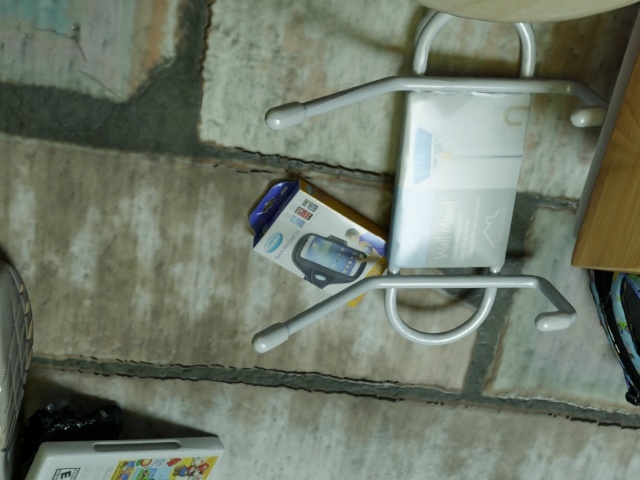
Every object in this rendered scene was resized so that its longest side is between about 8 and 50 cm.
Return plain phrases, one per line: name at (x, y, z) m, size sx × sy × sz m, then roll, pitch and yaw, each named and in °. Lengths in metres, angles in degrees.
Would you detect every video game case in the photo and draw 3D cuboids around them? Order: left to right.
video game case at (-0.234, 0.297, 1.205) m, size 0.206 × 0.026 × 0.227 m, roll 6°, pitch 124°, yaw -37°

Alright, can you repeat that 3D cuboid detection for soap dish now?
soap dish at (0.348, -0.094, 0.921) m, size 0.229 × 0.118 × 0.290 m, roll 7°, pitch 107°, yaw -28°

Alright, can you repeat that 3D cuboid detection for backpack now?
backpack at (0.333, 0.081, 1.068) m, size 0.117 × 0.158 × 0.173 m, roll -28°, pitch 99°, yaw -2°

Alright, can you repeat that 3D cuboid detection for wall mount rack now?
wall mount rack at (0.087, -0.031, 0.987) m, size 0.304 × 0.130 × 0.350 m, roll -1°, pitch 116°, yaw -12°

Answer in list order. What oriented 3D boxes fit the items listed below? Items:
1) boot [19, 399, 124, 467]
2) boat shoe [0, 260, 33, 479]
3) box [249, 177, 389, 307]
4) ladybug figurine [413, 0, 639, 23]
boot at (-0.264, 0.219, 1.172) m, size 0.099 × 0.045 × 0.121 m, roll 1°, pitch 123°, yaw -46°
boat shoe at (-0.356, 0.162, 1.122) m, size 0.116 × 0.123 × 0.324 m, roll 10°, pitch 118°, yaw -4°
box at (0.000, 0.000, 1.086) m, size 0.136 × 0.028 × 0.081 m, roll 29°, pitch 116°, yaw -20°
ladybug figurine at (0.205, -0.325, 0.794) m, size 0.449 × 0.162 × 0.305 m, roll -28°, pitch 91°, yaw 16°
